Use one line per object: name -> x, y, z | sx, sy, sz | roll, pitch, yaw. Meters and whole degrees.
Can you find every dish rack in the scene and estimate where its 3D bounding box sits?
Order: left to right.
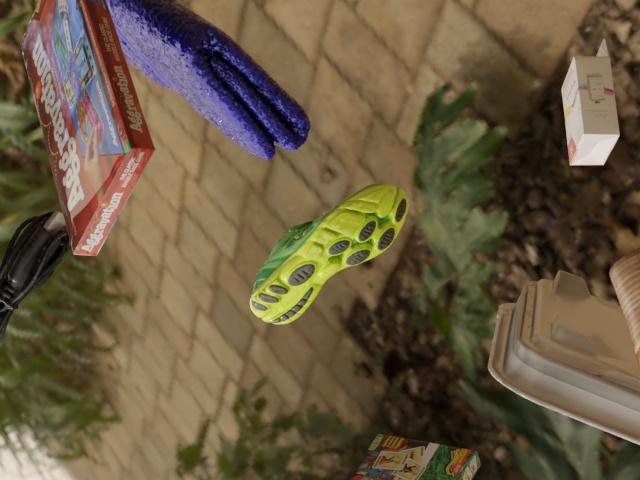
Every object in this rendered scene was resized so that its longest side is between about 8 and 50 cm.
dish rack -> 0.320, 0.121, 1.243 | 0.285, 0.333, 0.072 | 22, 105, 6

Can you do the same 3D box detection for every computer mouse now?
computer mouse -> -0.382, -0.011, 1.153 | 0.272, 0.188, 0.072 | 39, 178, -19

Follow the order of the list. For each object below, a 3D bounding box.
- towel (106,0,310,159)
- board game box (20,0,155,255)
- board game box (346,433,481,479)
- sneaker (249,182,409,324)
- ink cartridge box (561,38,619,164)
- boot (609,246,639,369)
towel -> -0.166, -0.208, 1.367 | 0.308, 0.076, 0.227 | 35, 178, 42
board game box -> -0.226, -0.139, 1.153 | 0.145, 0.027, 0.281 | -55, 44, 39
board game box -> 0.067, 0.319, 1.374 | 0.136, 0.260, 0.030 | 6, 127, 31
sneaker -> 0.000, 0.000, 1.823 | 0.109, 0.295, 0.123 | 38, -156, -33
ink cartridge box -> 0.471, -0.245, 2.159 | 0.115, 0.067, 0.198 | 94, 176, -65
boot -> 0.390, 0.061, 0.960 | 0.220, 0.283, 0.109 | 69, -171, 28
